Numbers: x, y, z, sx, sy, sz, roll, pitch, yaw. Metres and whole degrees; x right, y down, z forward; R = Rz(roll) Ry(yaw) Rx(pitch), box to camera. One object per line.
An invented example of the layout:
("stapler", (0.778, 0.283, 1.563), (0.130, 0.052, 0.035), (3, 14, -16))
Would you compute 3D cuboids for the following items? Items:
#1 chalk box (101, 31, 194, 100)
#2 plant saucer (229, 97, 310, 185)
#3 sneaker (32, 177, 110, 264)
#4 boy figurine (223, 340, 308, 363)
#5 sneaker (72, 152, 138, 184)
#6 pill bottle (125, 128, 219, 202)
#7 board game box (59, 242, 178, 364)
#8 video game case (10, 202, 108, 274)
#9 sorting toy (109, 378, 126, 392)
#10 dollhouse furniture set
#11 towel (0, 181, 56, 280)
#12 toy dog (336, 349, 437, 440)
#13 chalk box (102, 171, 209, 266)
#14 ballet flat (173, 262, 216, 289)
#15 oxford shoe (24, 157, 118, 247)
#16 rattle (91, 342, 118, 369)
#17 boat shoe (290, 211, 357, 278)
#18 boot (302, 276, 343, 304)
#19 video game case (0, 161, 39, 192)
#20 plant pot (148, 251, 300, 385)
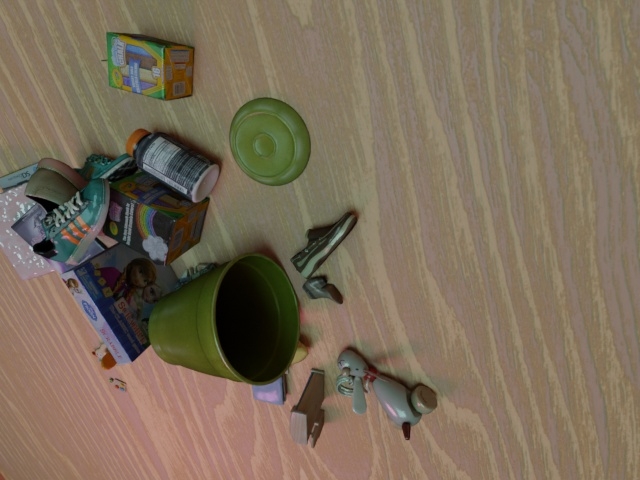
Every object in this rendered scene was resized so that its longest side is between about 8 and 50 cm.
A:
("chalk box", (-0.458, -0.458, 1.052), (0.213, 0.132, 0.131), (18, 119, 9))
("plant saucer", (-0.146, -0.258, 1.095), (0.241, 0.037, 0.240), (8, 116, 16))
("sneaker", (-0.677, -0.052, 1.101), (0.302, 0.121, 0.108), (-51, 50, 21))
("boy figurine", (-0.180, 0.365, 1.349), (0.286, 0.177, 0.092), (-9, 155, 7))
("sneaker", (-0.686, -0.219, 1.263), (0.276, 0.107, 0.109), (-16, 98, 24))
("pill bottle", (-0.424, -0.222, 1.153), (0.246, 0.130, 0.130), (31, 120, 3))
("board game box", (-0.586, 0.163, 1.280), (0.066, 0.318, 0.318), (-16, 109, 23))
("video game case", (-0.871, 0.000, 1.370), (0.196, 0.026, 0.274), (-36, 106, 14))
("sorting toy", (-0.893, 0.634, 1.779), (0.084, 0.012, 0.061), (20, 119, 8))
("dollhouse furniture set", (-0.158, 0.572, 1.396), (0.304, 0.198, 0.286), (7, 116, 16))
("towel", (-0.960, -0.042, 1.397), (0.332, 0.053, 0.316), (-17, 109, 9))
("toy dog", (0.189, 0.494, 1.262), (0.334, 0.161, 0.219), (17, 118, 10))
("chalk box", (-0.520, -0.087, 1.223), (0.289, 0.179, 0.180), (28, 121, 6))
("ballet flat", (-0.418, 0.117, 1.357), (0.189, 0.070, 0.070), (-17, 107, 23))
("oxford shoe", (-0.741, -0.064, 1.255), (0.141, 0.146, 0.396), (-3, 143, 20))
("rattle", (-0.885, 0.490, 1.642), (0.200, 0.142, 0.130), (-11, 129, 16))
("boat shoe", (-0.003, 0.003, 1.139), (0.095, 0.095, 0.257), (42, 120, 3))
("boot", (0.003, 0.162, 1.243), (0.087, 0.042, 0.118), (-31, 100, 34))
("video game case", (-0.992, -0.125, 1.444), (0.249, 0.035, 0.274), (-11, 110, 23))
("plant pot", (-0.310, 0.248, 1.219), (0.353, 0.366, 0.366), (-14, 109, 30))
